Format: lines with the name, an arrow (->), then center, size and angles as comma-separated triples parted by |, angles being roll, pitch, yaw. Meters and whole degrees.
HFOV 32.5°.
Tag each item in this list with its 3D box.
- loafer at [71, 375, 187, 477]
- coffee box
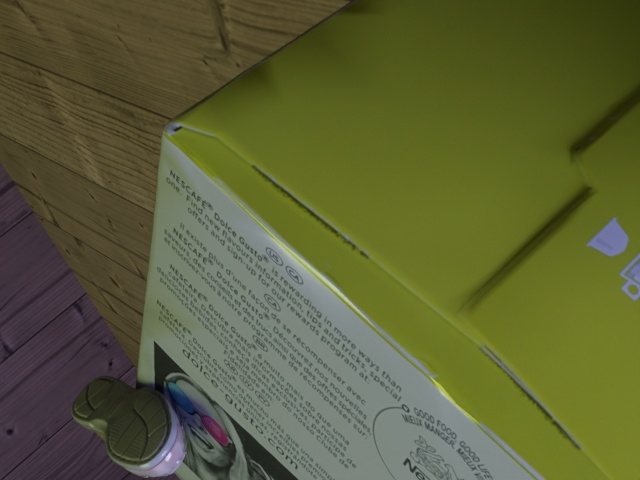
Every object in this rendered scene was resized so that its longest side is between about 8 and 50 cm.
loafer -> -0.103, 0.110, 0.633 | 0.039, 0.045, 0.125 | 48, 163, -28
coffee box -> 0.136, 0.055, 0.619 | 0.338, 0.337, 0.334 | 43, 150, 15
